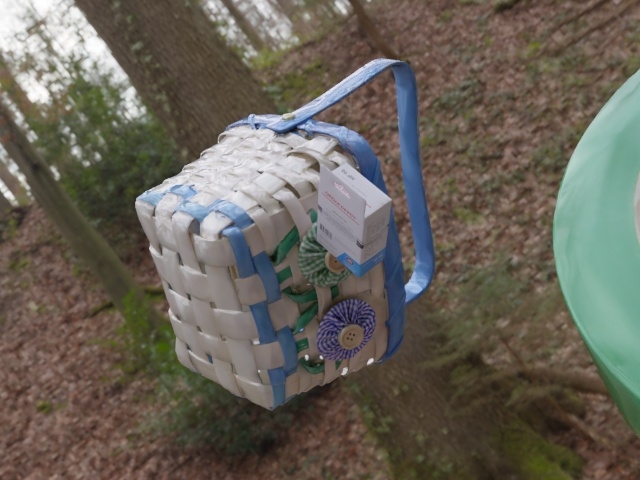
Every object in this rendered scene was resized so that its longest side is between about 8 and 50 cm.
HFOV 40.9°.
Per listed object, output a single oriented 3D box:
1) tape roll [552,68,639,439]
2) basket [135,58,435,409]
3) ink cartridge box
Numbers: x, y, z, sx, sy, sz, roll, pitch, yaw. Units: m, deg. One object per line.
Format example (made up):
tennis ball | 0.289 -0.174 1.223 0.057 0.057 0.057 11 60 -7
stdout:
tape roll | 0.275 -0.010 0.391 0.321 0.321 0.077 -39 -52 -3
basket | 0.000 0.000 0.775 0.289 0.201 0.255 -37 -53 -37
ink cartridge box | 0.023 -0.019 0.606 0.028 0.048 0.083 -34 -30 -26
